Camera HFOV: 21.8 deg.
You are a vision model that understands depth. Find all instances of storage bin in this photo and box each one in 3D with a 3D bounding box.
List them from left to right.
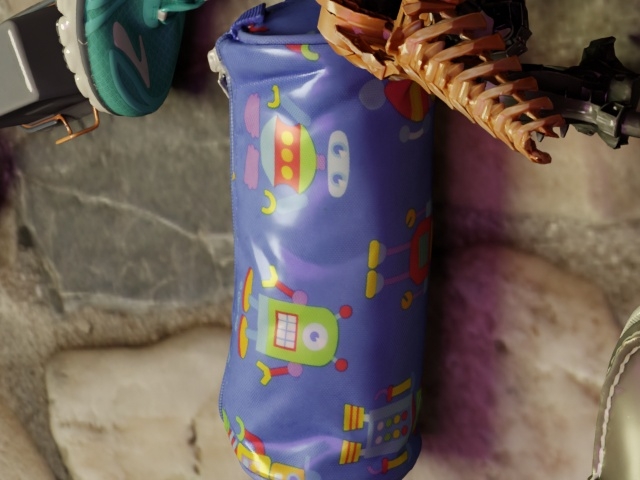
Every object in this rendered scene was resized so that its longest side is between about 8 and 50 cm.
[{"bbox_3d":[-0.200,-0.110,1.125,0.135,0.091,0.098,-16,96,41],"label":"storage bin"}]

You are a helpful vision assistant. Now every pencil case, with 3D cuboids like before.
[{"bbox_3d":[0.000,0.000,0.989,0.133,0.119,0.306,4,110,11],"label":"pencil case"}]

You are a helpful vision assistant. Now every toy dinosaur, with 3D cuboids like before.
[{"bbox_3d":[0.066,-0.122,0.823,0.164,0.218,0.322,115,158,-49],"label":"toy dinosaur"}]

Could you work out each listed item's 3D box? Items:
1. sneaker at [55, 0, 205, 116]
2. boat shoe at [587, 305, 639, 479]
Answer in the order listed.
[{"bbox_3d":[-0.084,-0.188,1.005,0.110,0.107,0.275,29,122,16],"label":"sneaker"},{"bbox_3d":[0.197,0.186,0.923,0.109,0.091,0.305,6,109,36],"label":"boat shoe"}]
